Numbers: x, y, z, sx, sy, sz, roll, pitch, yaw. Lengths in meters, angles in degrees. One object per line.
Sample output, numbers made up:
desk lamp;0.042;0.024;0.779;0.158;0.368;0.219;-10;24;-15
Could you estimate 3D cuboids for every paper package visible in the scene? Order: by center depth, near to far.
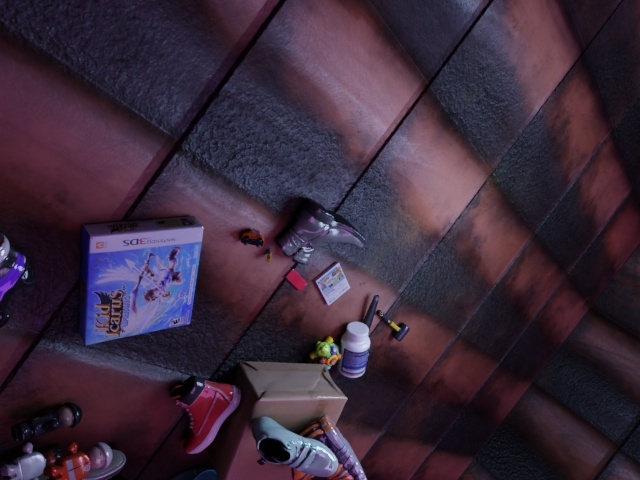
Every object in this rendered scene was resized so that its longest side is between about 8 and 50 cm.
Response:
paper package;-0.126;0.532;1.662;0.310;0.168;0.324;9;112;-31

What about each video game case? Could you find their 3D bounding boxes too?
video game case;-0.394;0.085;1.249;0.245;0.061;0.269;-7;122;-36
video game case;0.036;0.127;1.674;0.087;0.011;0.122;-38;136;-13

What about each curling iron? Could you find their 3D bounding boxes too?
curling iron;0.154;0.287;1.863;0.068;0.035;0.273;-17;128;-36

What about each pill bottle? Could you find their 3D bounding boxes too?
pill bottle;0.108;0.347;1.821;0.094;0.094;0.169;-15;127;-33

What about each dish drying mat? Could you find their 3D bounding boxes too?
dish drying mat;-0.067;0.109;1.577;0.032;0.008;0.083;-47;136;-6

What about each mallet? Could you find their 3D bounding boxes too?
mallet;0.236;0.290;1.937;0.190;0.039;0.062;33;91;-43

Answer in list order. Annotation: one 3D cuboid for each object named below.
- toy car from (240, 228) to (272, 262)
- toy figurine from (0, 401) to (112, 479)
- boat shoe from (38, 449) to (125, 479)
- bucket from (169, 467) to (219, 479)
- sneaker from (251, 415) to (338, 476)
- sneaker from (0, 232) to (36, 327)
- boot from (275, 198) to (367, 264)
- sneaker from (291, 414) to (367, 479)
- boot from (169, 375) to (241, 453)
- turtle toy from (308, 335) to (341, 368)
toy car;-0.159;0.009;1.427;0.122;0.060;0.040;74;19;-59
toy figurine;-0.582;0.494;1.263;0.148;0.213;0.209;-8;127;-56
boat shoe;-0.598;0.585;1.405;0.228;0.081;0.068;-10;127;-27
bucket;-0.368;0.827;1.681;0.281;0.183;0.281;-22;130;-28
sneaker;-0.063;0.553;1.447;0.256;0.151;0.094;31;90;-8
sneaker;-0.649;0.131;1.034;0.293;0.102;0.146;-40;137;-12
boot;0.000;0.000;1.522;0.247;0.083;0.161;28;105;-41
sneaker;0.009;0.644;1.630;0.180;0.124;0.321;-31;116;-3
boot;-0.351;0.468;1.540;0.176;0.088;0.244;25;109;-31
turtle toy;0.017;0.351;1.767;0.095;0.066;0.130;-42;136;-10
